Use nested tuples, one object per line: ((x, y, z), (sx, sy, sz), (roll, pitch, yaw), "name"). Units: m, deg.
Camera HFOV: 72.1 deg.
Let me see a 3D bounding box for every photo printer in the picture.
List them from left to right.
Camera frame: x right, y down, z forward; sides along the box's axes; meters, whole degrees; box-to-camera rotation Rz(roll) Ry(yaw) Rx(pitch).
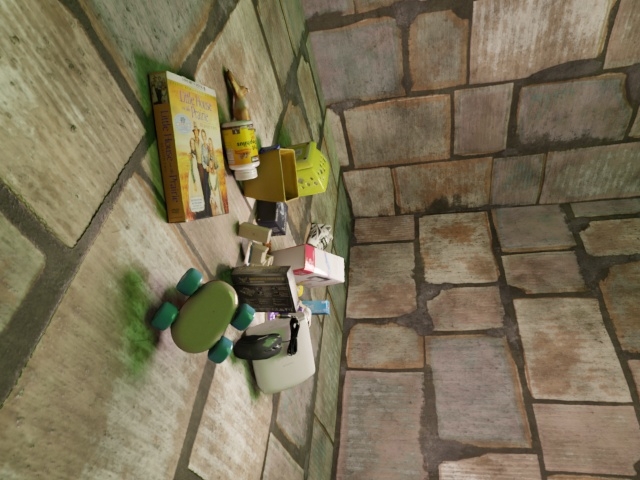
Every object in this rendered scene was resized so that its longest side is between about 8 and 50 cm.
((-0.155, 0.468, 1.796), (0.107, 0.256, 0.307), (28, -50, 59), "photo printer")

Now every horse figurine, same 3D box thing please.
((-0.314, -0.532, 1.764), (0.174, 0.066, 0.263), (-6, 90, -83), "horse figurine")

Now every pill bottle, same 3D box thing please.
((-0.298, -0.342, 1.661), (0.117, 0.118, 0.214), (-58, 143, -68), "pill bottle")

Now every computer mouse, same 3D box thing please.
((-0.187, 0.367, 1.654), (0.060, 0.262, 0.183), (28, -69, 60), "computer mouse")

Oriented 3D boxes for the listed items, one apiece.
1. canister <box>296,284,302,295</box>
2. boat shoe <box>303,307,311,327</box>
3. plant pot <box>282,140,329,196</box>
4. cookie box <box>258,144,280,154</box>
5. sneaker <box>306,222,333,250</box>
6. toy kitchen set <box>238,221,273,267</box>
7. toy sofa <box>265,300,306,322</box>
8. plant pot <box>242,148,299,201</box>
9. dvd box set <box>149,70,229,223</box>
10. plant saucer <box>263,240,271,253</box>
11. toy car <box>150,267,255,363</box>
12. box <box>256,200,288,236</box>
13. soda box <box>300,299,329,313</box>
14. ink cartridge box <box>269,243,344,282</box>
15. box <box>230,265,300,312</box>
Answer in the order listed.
((-0.149, 0.213, 2.247), (0.170, 0.074, 0.126), (50, 38, -66), "canister")
((-0.062, 0.356, 2.014), (0.035, 0.035, 0.100), (-77, 167, -68), "boat shoe")
((-0.098, -0.384, 2.320), (0.207, 0.229, 0.227), (62, 26, -44), "plant pot")
((-0.236, -0.391, 1.996), (0.107, 0.092, 0.040), (-73, 153, -55), "cookie box")
((0.000, 0.000, 2.792), (0.330, 0.147, 0.122), (-78, 161, -45), "sneaker")
((-0.261, 0.020, 1.809), (0.166, 0.122, 0.207), (-58, 163, -69), "toy kitchen set")
((-0.156, 0.455, 1.981), (0.177, 0.150, 0.362), (55, 34, -68), "toy sofa")
((-0.216, -0.267, 1.841), (0.212, 0.187, 0.212), (-39, 124, -73), "plant pot")
((-0.392, -0.275, 1.365), (0.307, 0.062, 0.419), (-32, 118, -76), "dvd box set")
((-0.245, 0.019, 2.019), (0.083, 0.013, 0.083), (-3, 90, -78), "plant saucer")
((-0.344, 0.203, 1.264), (0.210, 0.219, 0.238), (-56, -160, -12), "toy car")
((-0.217, -0.119, 2.005), (0.158, 0.093, 0.155), (57, 32, -62), "box")
((-0.062, 0.350, 2.275), (0.071, 0.210, 0.067), (51, 37, -69), "soda box")
((-0.061, 0.128, 2.094), (0.306, 0.226, 0.131), (24, 60, -47), "ink cartridge box")
((-0.206, 0.186, 1.664), (0.056, 0.231, 0.182), (-64, 147, -58), "box")
